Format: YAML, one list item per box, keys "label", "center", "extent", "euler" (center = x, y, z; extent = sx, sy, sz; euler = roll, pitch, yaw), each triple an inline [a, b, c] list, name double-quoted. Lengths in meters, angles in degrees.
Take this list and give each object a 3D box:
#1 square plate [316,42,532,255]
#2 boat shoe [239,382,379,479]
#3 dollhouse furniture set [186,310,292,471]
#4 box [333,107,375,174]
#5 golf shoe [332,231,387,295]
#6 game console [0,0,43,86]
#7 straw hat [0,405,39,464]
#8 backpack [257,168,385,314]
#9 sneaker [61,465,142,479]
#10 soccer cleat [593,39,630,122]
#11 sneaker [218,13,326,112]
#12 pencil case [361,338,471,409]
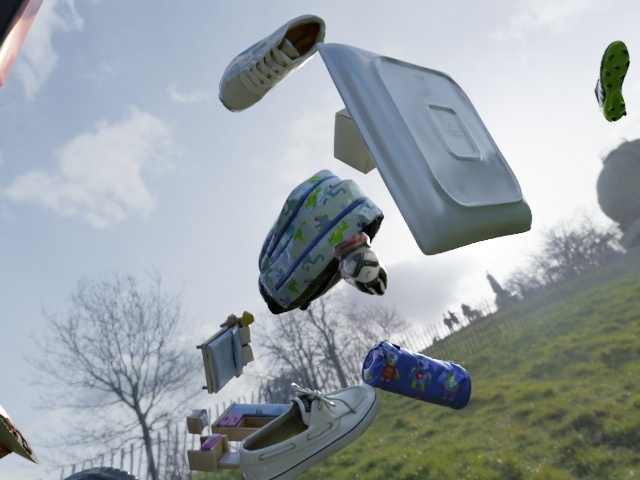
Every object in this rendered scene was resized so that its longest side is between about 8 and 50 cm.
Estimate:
- label: "square plate"
  center: [0.188, -0.156, 0.733]
  extent: [0.347, 0.344, 0.049]
  euler: [-9, -21, -45]
- label: "boat shoe"
  center: [-0.025, 0.395, 1.073]
  extent: [0.367, 0.156, 0.136]
  euler: [-23, 18, -27]
- label: "dollhouse furniture set"
  center: [-0.187, 0.349, 1.166]
  extent: [0.198, 0.303, 0.286]
  euler: [-5, 6, 14]
- label: "box"
  center: [0.151, -0.254, 0.991]
  extent: [0.275, 0.094, 0.113]
  euler: [-34, -37, -34]
- label: "golf shoe"
  center: [0.068, 0.054, 0.728]
  extent: [0.067, 0.086, 0.186]
  euler: [-29, -19, 5]
- label: "game console"
  center: [-0.428, -0.309, 0.373]
  extent: [0.386, 0.342, 0.060]
  euler: [24, -27, -34]
- label: "straw hat"
  center: [-0.438, 0.264, 0.623]
  extent: [0.061, 0.144, 0.144]
  euler: [-36, -20, -33]
- label: "backpack"
  center: [0.000, 0.000, 1.143]
  extent: [0.290, 0.273, 0.355]
  euler: [-32, 1, -30]
- label: "sneaker"
  center: [-0.287, 0.411, 0.659]
  extent: [0.340, 0.125, 0.139]
  euler: [-7, 8, 19]
- label: "soccer cleat"
  center: [0.599, -0.330, 0.983]
  extent: [0.060, 0.072, 0.179]
  euler: [-20, -53, 7]
- label: "sneaker"
  center: [-0.087, -0.316, 0.828]
  extent: [0.228, 0.092, 0.087]
  euler: [-44, -69, -5]
- label: "pencil case"
  center: [0.261, 0.363, 1.284]
  extent: [0.306, 0.133, 0.119]
  euler: [20, -19, -17]
